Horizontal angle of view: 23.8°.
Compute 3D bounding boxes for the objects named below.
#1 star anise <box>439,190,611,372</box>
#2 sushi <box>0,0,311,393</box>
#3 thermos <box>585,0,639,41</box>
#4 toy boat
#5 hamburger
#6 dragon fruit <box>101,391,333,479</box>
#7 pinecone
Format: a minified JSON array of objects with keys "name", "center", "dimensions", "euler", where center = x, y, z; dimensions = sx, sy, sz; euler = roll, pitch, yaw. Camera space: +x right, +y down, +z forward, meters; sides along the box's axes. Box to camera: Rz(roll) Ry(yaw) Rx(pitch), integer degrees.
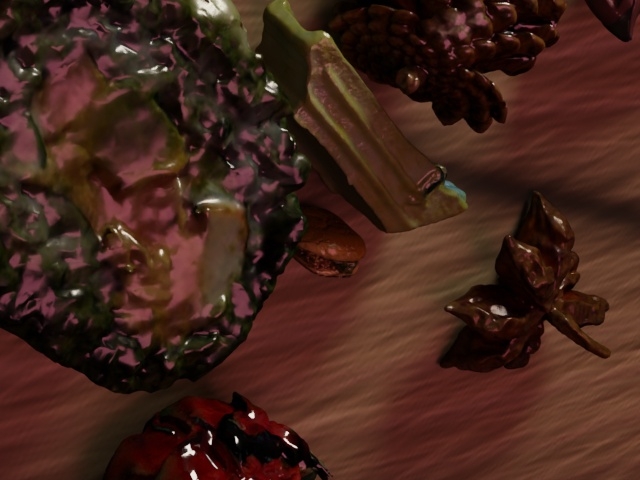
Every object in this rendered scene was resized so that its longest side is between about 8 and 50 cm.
[{"name":"star anise","center":[0.212,0.058,1.537],"dimensions":[0.212,0.111,0.196],"euler":[-17,115,-22]},{"name":"sushi","center":[-0.177,-0.069,1.120],"dimensions":[0.352,0.178,0.294],"euler":[40,83,-39]},{"name":"thermos","center":[0.382,-0.309,1.465],"dimensions":[0.330,0.109,0.136],"euler":[-28,127,-23]},{"name":"toy boat","center":[0.027,-0.088,1.309],"dimensions":[0.084,0.111,0.276],"euler":[-47,135,-2]},{"name":"hamburger","center":[0.000,0.000,1.352],"dimensions":[0.076,0.083,0.044],"euler":[-2,123,-37]},{"name":"dragon fruit","center":[-0.104,0.224,1.335],"dimensions":[0.189,0.182,0.182],"euler":[-58,135,-23]},{"name":"pinecone","center":[0.120,-0.211,1.276],"dimensions":[0.212,0.168,0.185],"euler":[-50,127,-3]}]
